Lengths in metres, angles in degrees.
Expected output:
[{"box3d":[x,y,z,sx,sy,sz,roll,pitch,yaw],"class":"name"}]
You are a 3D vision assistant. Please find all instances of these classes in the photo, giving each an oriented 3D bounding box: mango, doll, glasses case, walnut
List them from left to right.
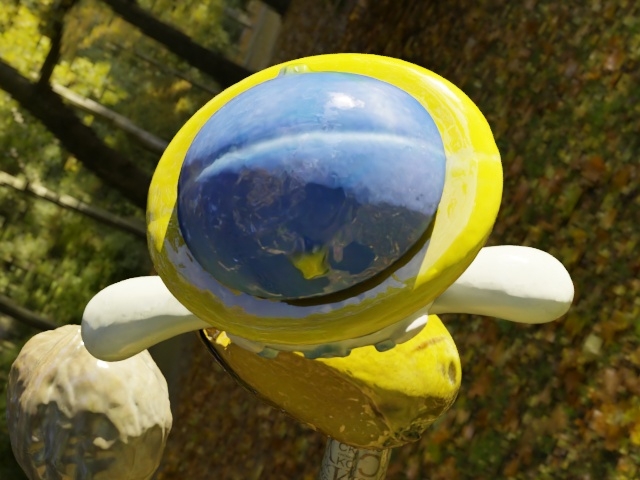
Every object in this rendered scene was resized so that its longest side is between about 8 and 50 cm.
[{"box3d":[-0.283,0.209,1.288,0.224,0.224,0.224,-60,11,19],"class":"walnut"},{"box3d":[-0.028,-0.007,0.616,0.242,0.311,0.159,22,-123,-71],"class":"doll"},{"box3d":[-0.004,0.074,0.885,0.130,0.262,0.167,-59,6,30],"class":"mango"},{"box3d":[0.044,0.299,1.372,0.137,0.085,0.355,-68,-9,-60],"class":"glasses case"}]
